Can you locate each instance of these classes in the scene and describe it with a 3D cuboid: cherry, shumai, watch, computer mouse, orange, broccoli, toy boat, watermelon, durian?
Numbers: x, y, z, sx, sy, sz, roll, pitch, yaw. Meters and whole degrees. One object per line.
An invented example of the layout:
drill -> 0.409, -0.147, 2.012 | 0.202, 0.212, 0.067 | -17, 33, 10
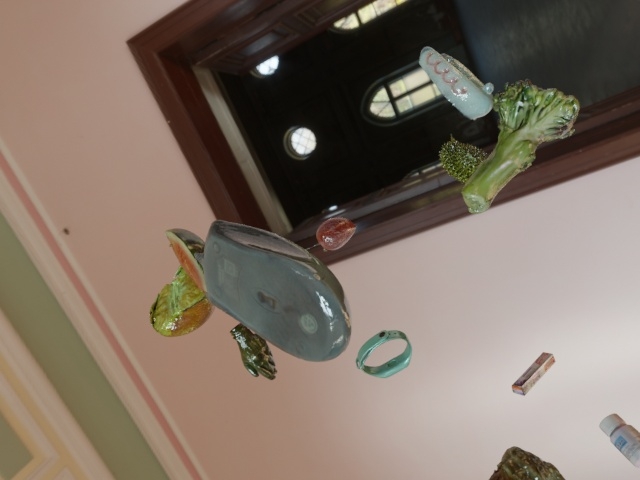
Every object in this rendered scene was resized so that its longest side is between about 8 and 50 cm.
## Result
cherry -> 0.000, 0.000, 1.258 | 0.090, 0.226, 0.107 | 61, -167, -9
shumai -> 0.636, 0.799, 1.327 | 0.222, 0.225, 0.261 | -21, -124, -43
watch -> 0.259, 0.465, 1.746 | 0.195, 0.237, 0.068 | 54, -169, -26
computer mouse -> -0.086, 0.082, 0.795 | 0.122, 0.371, 0.188 | -26, -49, -51
orange -> -0.543, 0.240, 1.768 | 0.196, 0.334, 0.262 | 16, -151, -50
broccoli -> 0.374, -0.178, 0.856 | 0.165, 0.304, 0.145 | 34, 164, 17
toy boat -> 0.314, -0.364, 0.970 | 0.134, 0.079, 0.207 | -3, -125, -45
watermelon -> -0.345, 0.060, 1.174 | 0.245, 0.119, 0.063 | 55, -142, 1
durian -> 0.533, -0.294, 1.592 | 0.221, 0.137, 0.095 | 40, 177, 18

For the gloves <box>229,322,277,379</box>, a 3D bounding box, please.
gloves -> -0.260, 0.446, 1.722 | 0.268, 0.135, 0.107 | 52, 176, -8

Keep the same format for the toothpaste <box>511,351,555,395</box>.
toothpaste -> 0.724, 0.452, 1.470 | 0.196, 0.047, 0.040 | -31, -79, -26

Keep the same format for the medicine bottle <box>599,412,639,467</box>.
medicine bottle -> 0.587, 0.381, 0.826 | 0.052, 0.052, 0.089 | 55, -178, -35
